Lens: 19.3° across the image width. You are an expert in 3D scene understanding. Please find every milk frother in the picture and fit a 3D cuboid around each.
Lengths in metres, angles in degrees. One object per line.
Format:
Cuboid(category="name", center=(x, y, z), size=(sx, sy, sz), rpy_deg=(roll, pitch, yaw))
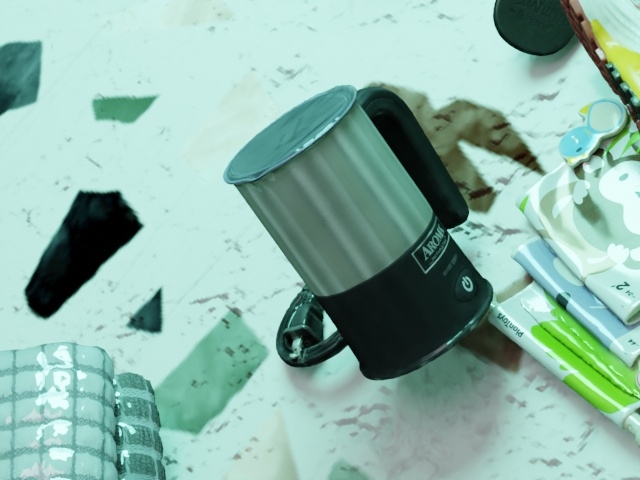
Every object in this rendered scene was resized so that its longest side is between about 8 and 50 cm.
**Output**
Cuboid(category="milk frother", center=(0.000, 0.000, 1.006), size=(0.143, 0.134, 0.129), rpy_deg=(-28, 18, 22))

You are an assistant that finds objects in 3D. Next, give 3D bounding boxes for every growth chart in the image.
Cuboid(category="growth chart", center=(0.182, -0.021, 0.986), size=(0.172, 0.021, 0.237), rpy_deg=(33, 84, 42))

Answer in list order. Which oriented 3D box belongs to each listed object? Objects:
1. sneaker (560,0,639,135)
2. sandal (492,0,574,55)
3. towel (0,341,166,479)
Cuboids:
Cuboid(category="sneaker", center=(0.184, -0.116, 0.983), size=(0.093, 0.088, 0.225), rpy_deg=(-30, 57, 5))
Cuboid(category="sandal", center=(0.151, -0.191, 1.073), size=(0.067, 0.040, 0.179), rpy_deg=(21, 79, -2))
Cuboid(category="towel", center=(-0.218, 0.205, 1.052), size=(0.284, 0.121, 0.235), rpy_deg=(-18, 57, 22))
